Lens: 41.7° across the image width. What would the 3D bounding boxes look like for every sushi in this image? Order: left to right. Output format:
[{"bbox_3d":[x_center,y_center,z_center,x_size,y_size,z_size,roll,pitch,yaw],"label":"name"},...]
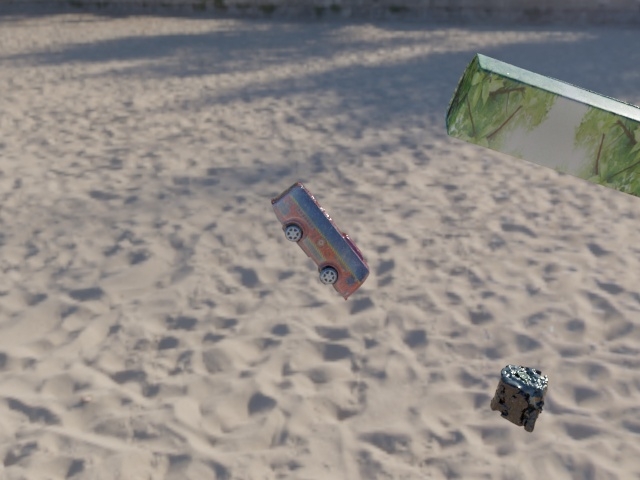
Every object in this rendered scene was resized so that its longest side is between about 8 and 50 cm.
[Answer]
[{"bbox_3d":[0.359,0.279,1.512,0.094,0.084,0.098,19,27,20],"label":"sushi"}]

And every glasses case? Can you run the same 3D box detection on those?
[{"bbox_3d":[0.289,-0.132,0.985,0.272,0.095,0.062,17,34,-9],"label":"glasses case"}]

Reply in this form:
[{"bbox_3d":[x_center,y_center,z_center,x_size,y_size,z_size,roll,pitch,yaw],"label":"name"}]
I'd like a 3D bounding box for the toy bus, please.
[{"bbox_3d":[0.000,0.000,1.298,0.077,0.192,0.065,-39,11,5],"label":"toy bus"}]
